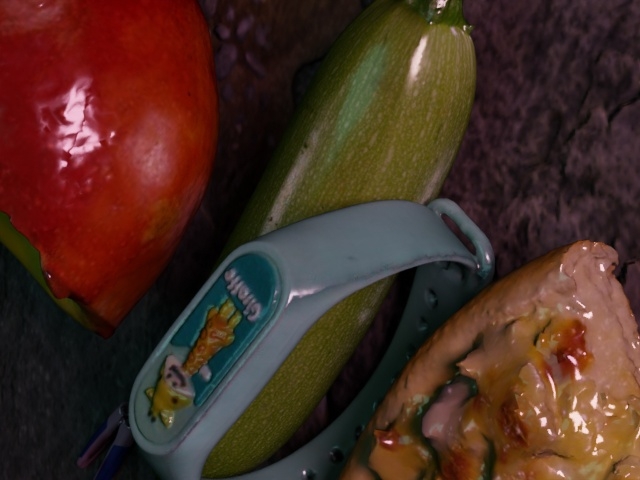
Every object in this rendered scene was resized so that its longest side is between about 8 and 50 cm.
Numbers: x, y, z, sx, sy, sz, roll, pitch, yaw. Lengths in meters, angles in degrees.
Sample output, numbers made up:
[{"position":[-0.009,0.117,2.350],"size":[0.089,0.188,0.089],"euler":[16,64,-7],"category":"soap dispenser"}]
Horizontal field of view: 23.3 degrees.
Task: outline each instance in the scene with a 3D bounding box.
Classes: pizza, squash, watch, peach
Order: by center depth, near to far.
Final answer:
[{"position":[0.095,0.165,0.827],"size":[0.223,0.089,0.323],"euler":[50,127,28],"category":"pizza"},{"position":[0.000,0.074,0.890],"size":[0.237,0.195,0.068],"euler":[-54,49,18],"category":"watch"},{"position":[0.000,0.000,0.955],"size":[0.107,0.107,0.395],"euler":[48,121,40],"category":"squash"},{"position":[-0.207,-0.094,1.095],"size":[0.281,0.281,0.338],"euler":[-19,73,48],"category":"peach"}]

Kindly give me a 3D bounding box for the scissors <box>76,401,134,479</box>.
[{"position":[-0.159,0.154,1.209],"size":[0.113,0.012,0.039],"euler":[-53,51,34],"category":"scissors"}]
